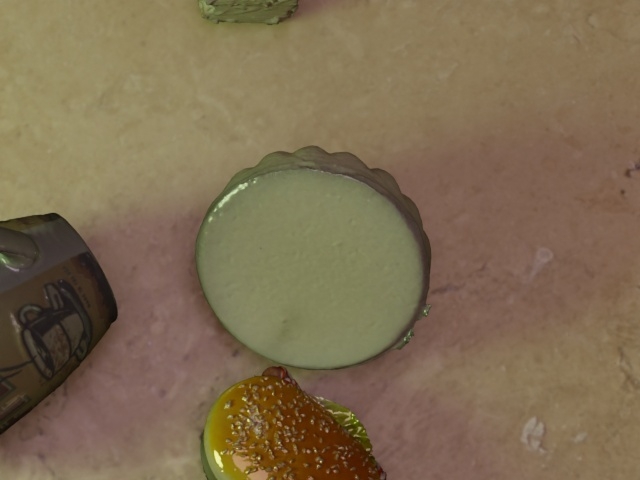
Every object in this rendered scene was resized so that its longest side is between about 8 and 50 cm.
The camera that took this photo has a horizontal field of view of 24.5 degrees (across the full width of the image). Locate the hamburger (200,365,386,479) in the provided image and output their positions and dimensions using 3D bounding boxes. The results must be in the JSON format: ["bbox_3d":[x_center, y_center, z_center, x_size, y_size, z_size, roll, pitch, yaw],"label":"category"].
[{"bbox_3d":[-0.030,0.238,1.602,0.210,0.116,0.173,46,43,3],"label":"hamburger"}]

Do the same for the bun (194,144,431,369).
[{"bbox_3d":[0.000,0.000,1.651,0.263,0.175,0.263,3,118,5],"label":"bun"}]

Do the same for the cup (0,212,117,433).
[{"bbox_3d":[-0.358,0.064,1.531,0.257,0.301,0.227,-35,65,-20],"label":"cup"}]

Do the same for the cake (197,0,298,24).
[{"bbox_3d":[-0.077,-0.334,1.712,0.134,0.135,0.147,-2,79,-10],"label":"cake"}]
